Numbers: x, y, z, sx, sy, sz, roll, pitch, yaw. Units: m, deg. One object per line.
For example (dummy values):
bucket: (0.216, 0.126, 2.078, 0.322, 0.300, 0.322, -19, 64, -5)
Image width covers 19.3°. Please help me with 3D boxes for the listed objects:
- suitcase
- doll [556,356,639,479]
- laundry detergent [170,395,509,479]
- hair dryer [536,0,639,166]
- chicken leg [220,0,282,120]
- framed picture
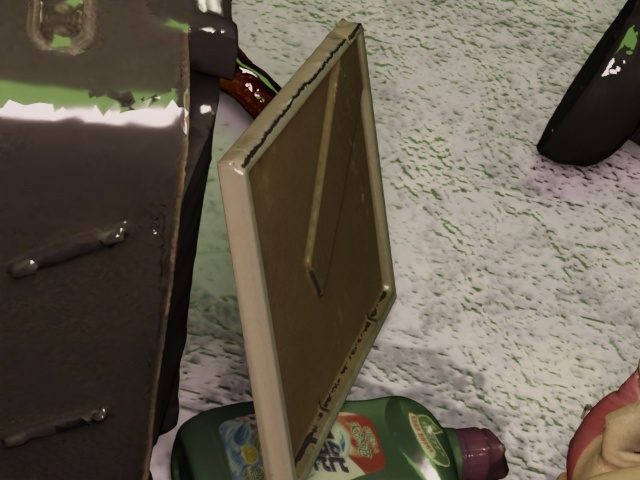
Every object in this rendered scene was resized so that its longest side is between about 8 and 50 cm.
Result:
suitcase: (-0.160, -0.032, 1.067, 0.194, 0.434, 0.283, 4, 51, -10)
doll: (0.216, 0.194, 1.139, 0.196, 0.152, 0.256, 22, 36, 4)
laundry detergent: (0.023, 0.161, 1.193, 0.221, 0.078, 0.144, -3, 50, -19)
hair dryer: (0.343, -0.095, 1.493, 0.320, 0.156, 0.284, 28, 29, -8)
chicken leg: (-0.099, -0.193, 1.444, 0.158, 0.096, 0.407, 0, 51, -40)
framed picture: (0.000, 0.000, 1.174, 0.020, 0.211, 0.289, -1, 22, 16)
